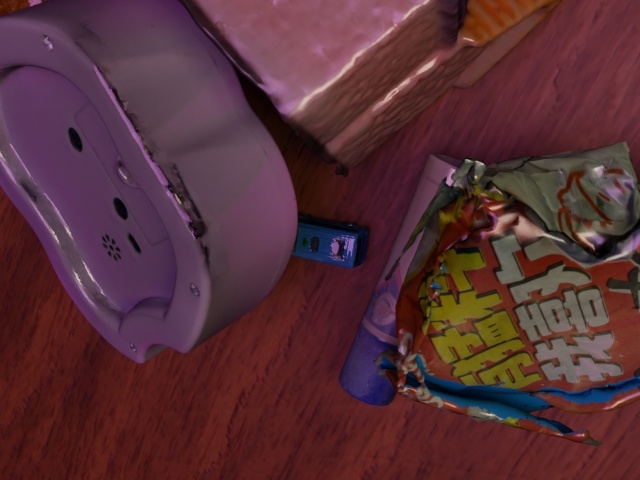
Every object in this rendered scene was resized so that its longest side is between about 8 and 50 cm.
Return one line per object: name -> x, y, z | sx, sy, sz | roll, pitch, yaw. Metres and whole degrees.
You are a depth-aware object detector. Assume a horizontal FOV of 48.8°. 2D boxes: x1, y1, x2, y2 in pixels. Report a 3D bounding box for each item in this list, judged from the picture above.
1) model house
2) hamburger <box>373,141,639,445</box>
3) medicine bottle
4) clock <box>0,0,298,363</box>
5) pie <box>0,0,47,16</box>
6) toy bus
model house -> 0.033, -0.204, 0.520 | 0.237, 0.237, 0.202 | -38, 78, 8
hamburger -> 0.180, 0.030, 0.537 | 0.276, 0.150, 0.260 | -1, 125, -1
medicine bottle -> 0.082, 0.038, 0.634 | 0.059, 0.059, 0.231 | 25, 107, 15
clock -> -0.180, -0.052, 0.622 | 0.338, 0.102, 0.338 | 26, 134, 31
pie -> -0.383, -0.260, 0.741 | 0.315, 0.092, 0.315 | 4, 101, 18
toy bus -> 0.000, 0.000, 0.665 | 0.083, 0.046, 0.038 | 12, 104, 17
